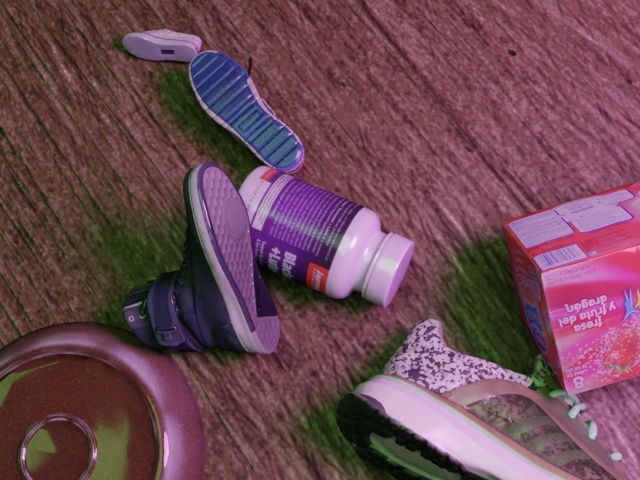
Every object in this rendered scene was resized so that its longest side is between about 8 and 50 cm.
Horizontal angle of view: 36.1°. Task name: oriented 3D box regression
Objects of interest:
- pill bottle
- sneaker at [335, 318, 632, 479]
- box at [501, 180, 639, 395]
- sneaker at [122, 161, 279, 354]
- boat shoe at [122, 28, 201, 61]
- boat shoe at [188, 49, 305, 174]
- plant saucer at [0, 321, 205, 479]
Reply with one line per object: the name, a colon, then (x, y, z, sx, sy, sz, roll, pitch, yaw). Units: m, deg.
pill bottle: (0.000, 0.000, 1.087, 0.194, 0.108, 0.108, 23, 77, 13)
sneaker: (0.232, 0.199, 0.995, 0.410, 0.158, 0.182, 26, 61, 8)
box: (0.355, 0.024, 0.994, 0.300, 0.154, 0.142, -17, 112, 1)
sneaker: (-0.150, 0.027, 1.054, 0.164, 0.086, 0.226, -2, 117, 24)
boat shoe: (-0.196, -0.248, 1.226, 0.100, 0.035, 0.035, 7, 47, 12)
boat shoe: (-0.089, -0.144, 1.161, 0.066, 0.066, 0.183, -38, 79, -3)
plant saucer: (-0.283, 0.237, 1.082, 0.311, 0.050, 0.310, -2, 73, 5)
